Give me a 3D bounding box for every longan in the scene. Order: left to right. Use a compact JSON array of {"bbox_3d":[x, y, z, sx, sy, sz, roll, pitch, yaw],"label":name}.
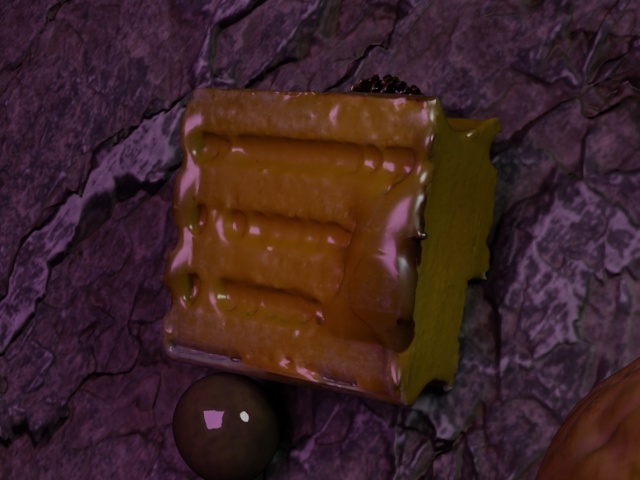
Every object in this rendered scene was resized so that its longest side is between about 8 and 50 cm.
[{"bbox_3d":[-0.086,0.176,1.323,0.106,0.106,0.119,47,142,43],"label":"longan"}]

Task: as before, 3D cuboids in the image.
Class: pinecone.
[{"bbox_3d":[0.062,-0.118,1.366,0.083,0.077,0.077,26,86,34],"label":"pinecone"}]

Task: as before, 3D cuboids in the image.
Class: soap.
[{"bbox_3d":[0.000,0.000,1.287,0.281,0.143,0.259,8,90,34],"label":"soap"}]

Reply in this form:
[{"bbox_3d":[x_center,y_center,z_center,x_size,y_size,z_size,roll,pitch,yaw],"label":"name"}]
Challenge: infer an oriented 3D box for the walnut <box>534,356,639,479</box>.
[{"bbox_3d":[0.284,0.193,0.881,0.344,0.306,0.306,-31,51,32],"label":"walnut"}]
